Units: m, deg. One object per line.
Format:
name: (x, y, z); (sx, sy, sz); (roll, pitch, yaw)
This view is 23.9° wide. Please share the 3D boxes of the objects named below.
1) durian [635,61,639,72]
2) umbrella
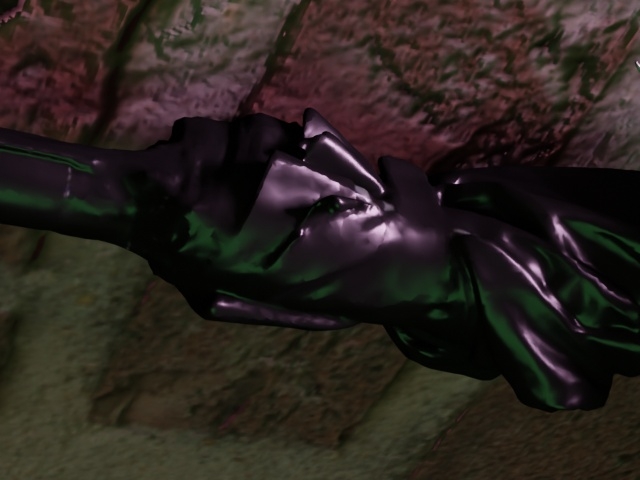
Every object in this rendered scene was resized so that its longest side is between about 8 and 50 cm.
durian: (0.259, 0.056, 0.715); (0.169, 0.157, 0.355); (-6, 144, 16)
umbrella: (0.000, 0.000, 0.599); (0.340, 0.118, 0.118); (11, 135, -27)
